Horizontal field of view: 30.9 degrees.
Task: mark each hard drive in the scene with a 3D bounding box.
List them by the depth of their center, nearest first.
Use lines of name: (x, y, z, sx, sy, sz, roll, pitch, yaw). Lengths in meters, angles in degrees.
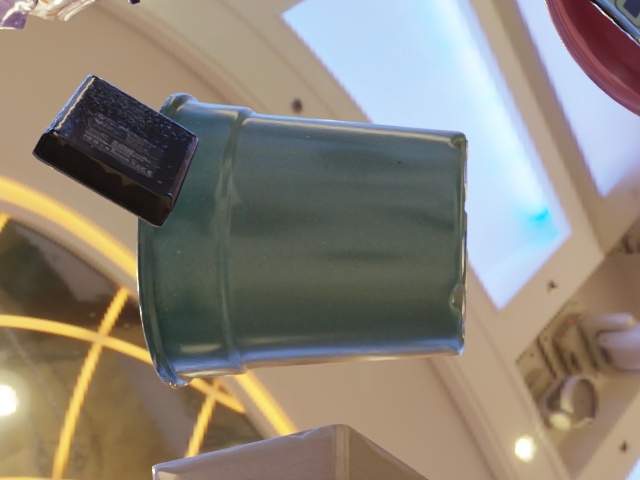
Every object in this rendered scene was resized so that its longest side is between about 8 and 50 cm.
hard drive: (-0.134, -0.065, 0.789, 0.094, 0.022, 0.135, 30, -158, -11)

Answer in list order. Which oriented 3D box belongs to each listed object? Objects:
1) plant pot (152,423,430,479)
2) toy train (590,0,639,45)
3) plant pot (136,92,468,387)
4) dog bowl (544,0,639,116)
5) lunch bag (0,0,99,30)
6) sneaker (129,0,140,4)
plant pot: (-0.010, 0.161, 0.565, 0.109, 0.109, 0.096, 42, -143, -51)
toy train: (0.143, -0.251, 0.618, 0.142, 0.190, 0.334, -34, -109, -25)
plant pot: (0.000, 0.000, 1.319, 0.341, 0.334, 0.341, 0, -90, -81)
dog bowl: (0.368, -0.269, 1.009, 0.150, 0.408, 0.408, -32, -75, -47)
lunch bag: (-0.157, -0.248, 0.698, 0.115, 0.303, 0.243, 11, -88, -17)
sneaker: (-0.247, -0.380, 1.354, 0.083, 0.098, 0.224, -37, -25, -18)
